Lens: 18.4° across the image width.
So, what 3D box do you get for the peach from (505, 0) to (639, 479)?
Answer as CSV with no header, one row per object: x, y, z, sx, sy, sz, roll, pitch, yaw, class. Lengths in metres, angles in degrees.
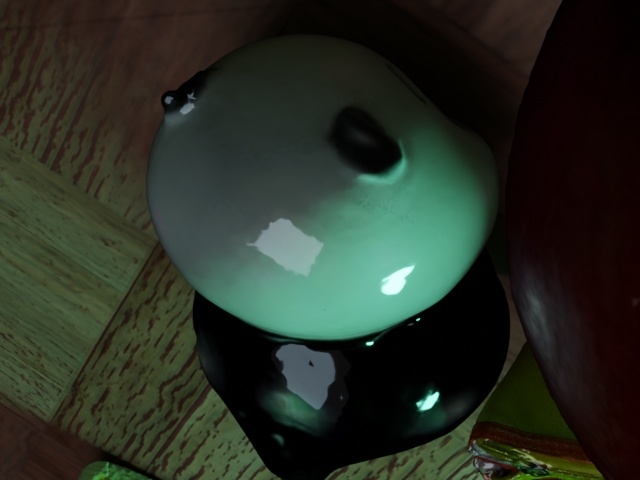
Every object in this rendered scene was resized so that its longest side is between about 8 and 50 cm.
0.276,-0.013,0.666,0.416,0.339,0.353,-10,111,58,peach

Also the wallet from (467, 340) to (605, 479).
0.205,0.085,1.023,0.241,0.141,0.067,1,130,38,wallet

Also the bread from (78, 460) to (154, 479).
-0.136,0.259,1.572,0.139,0.060,0.178,25,145,11,bread

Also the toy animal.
0.004,-0.003,1.051,0.187,0.165,0.235,11,138,25,toy animal
